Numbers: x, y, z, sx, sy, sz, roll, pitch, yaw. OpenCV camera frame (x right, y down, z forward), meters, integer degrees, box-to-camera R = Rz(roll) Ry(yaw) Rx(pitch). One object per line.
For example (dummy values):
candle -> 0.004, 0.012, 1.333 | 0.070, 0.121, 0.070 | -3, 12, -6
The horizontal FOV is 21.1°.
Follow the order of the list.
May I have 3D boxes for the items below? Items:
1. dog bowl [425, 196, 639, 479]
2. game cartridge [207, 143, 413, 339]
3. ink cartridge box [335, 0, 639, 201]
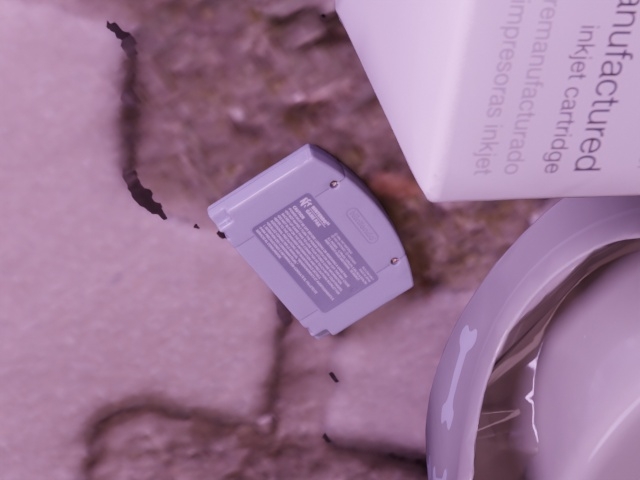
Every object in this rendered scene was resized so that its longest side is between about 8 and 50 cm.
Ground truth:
dog bowl -> 0.204, 0.087, 0.751 | 0.349, 0.102, 0.349 | -7, 128, -10
game cartridge -> 0.000, 0.000, 0.681 | 0.056, 0.017, 0.083 | -29, 129, 12
ink cartridge box -> 0.176, -0.137, 0.553 | 0.306, 0.131, 0.226 | -2, 127, -13
